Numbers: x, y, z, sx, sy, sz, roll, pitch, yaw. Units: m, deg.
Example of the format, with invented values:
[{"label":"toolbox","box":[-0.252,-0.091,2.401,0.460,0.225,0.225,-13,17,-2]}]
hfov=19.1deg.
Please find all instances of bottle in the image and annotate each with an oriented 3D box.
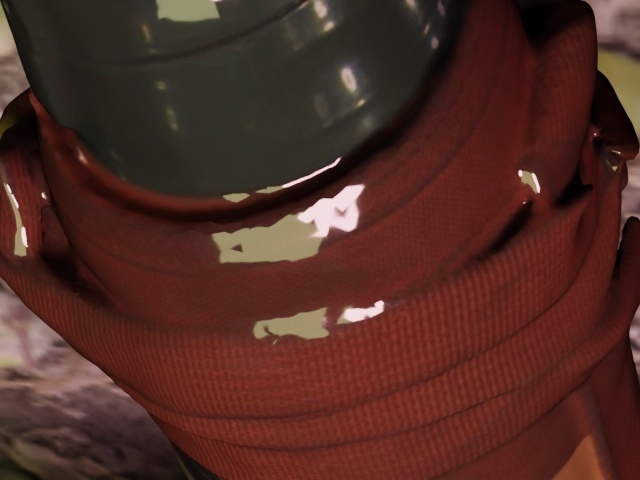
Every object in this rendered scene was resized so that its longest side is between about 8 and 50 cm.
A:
[{"label":"bottle","box":[0.000,0.000,0.468,0.156,0.143,0.271,-22,137,2]}]
